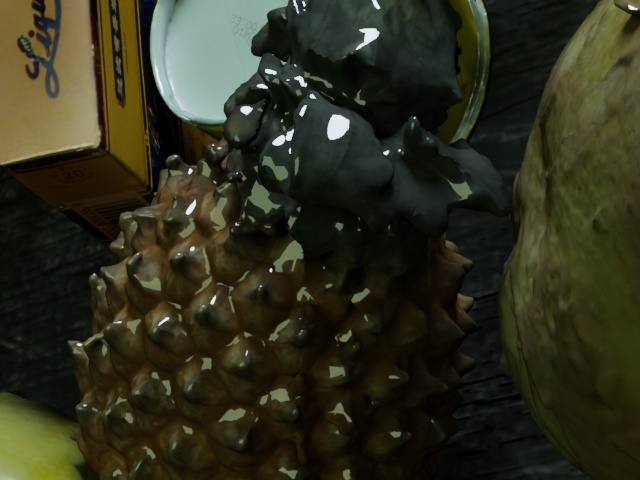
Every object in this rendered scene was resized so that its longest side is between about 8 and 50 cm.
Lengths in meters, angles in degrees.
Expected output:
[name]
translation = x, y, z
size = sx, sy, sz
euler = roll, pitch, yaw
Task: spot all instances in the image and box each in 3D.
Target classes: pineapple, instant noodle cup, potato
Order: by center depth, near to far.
[potato]
translation = 0.195, -0.020, 0.770
size = 0.288, 0.301, 0.237
euler = -54, 22, -15
[pineapple]
translation = -0.001, 0.001, 0.845
size = 0.223, 0.223, 0.357
euler = 51, 137, 34
[instant noodle cup]
translation = -0.010, -0.118, 0.998
size = 0.182, 0.144, 0.182
euler = -10, 73, 36

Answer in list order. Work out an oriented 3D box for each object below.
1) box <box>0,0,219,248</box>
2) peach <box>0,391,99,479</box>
[box]
translation = -0.126, -0.081, 1.016
size = 0.070, 0.237, 0.152
euler = -9, 71, 10
[peach]
translation = -0.215, 0.244, 0.966
size = 0.314, 0.281, 0.315
euler = -34, 62, 45
